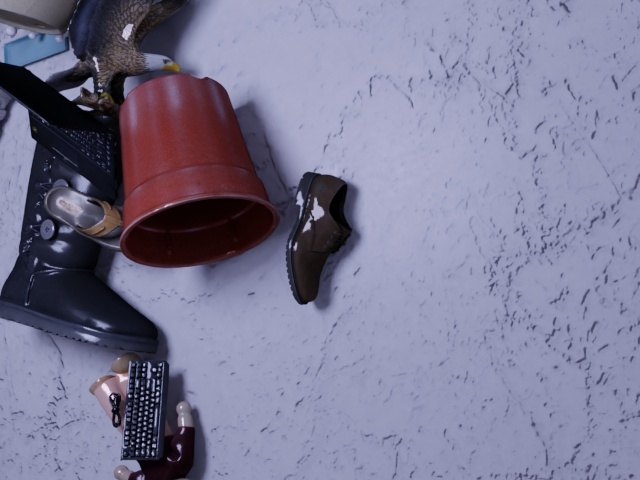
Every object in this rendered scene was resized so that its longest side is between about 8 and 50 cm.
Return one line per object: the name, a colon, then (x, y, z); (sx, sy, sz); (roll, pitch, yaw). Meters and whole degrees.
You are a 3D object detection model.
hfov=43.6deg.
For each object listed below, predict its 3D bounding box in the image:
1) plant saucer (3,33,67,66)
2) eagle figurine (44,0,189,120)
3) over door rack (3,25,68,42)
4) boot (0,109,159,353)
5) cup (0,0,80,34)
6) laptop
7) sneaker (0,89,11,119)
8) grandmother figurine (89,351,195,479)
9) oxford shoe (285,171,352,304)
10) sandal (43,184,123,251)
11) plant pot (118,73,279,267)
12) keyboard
plant saucer: (-0.630, -0.427, 1.771); (0.192, 0.018, 0.067); (-10, 81, 29)
eagle figurine: (-0.364, -0.370, 1.488); (0.226, 0.225, 0.298); (5, 85, 49)
over door rack: (-0.705, -0.494, 1.624); (0.240, 0.324, 0.108); (17, 84, 37)
boot: (-0.435, -0.028, 1.574); (0.367, 0.146, 0.444); (12, 81, 16)
cup: (-0.517, -0.507, 1.429); (0.331, 0.331, 0.236); (12, 91, 30)
laptop: (-0.484, -0.190, 1.393); (0.234, 0.136, 0.264); (36, 141, 17)
sneaker: (-0.752, -0.276, 1.787); (0.252, 0.103, 0.111); (-35, 71, 31)
grandmother figurine: (-0.310, 0.387, 1.480); (0.207, 0.104, 0.342); (-50, 63, 23)
oxford shoe: (0.000, 0.000, 1.347); (0.096, 0.083, 0.227); (9, 92, 25)
sandal: (-0.408, -0.046, 1.468); (0.219, 0.060, 0.089); (26, 77, 2)
plant pot: (-0.232, -0.127, 1.400); (0.273, 0.272, 0.264); (-26, 66, 25)
keyboard: (-0.335, 0.307, 1.453); (0.108, 0.023, 0.180); (-2, 67, 5)
